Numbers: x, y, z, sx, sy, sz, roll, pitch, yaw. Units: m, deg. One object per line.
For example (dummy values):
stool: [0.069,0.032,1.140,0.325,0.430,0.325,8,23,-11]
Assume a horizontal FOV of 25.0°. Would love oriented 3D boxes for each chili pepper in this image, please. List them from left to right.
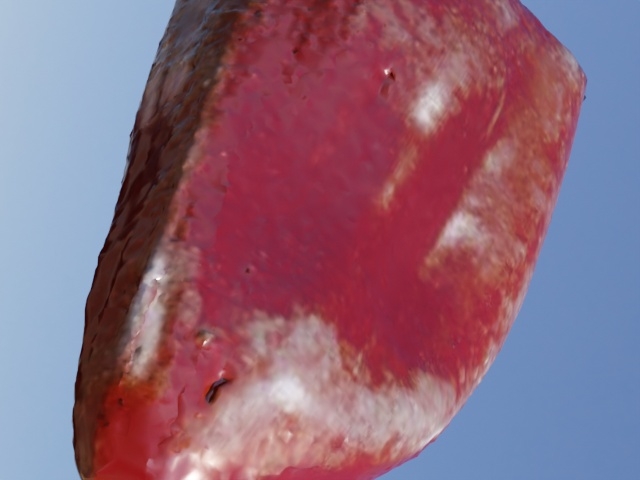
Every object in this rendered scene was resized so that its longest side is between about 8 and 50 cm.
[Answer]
chili pepper: [0.000,0.000,0.442,0.144,0.136,0.252,79,23,-43]
